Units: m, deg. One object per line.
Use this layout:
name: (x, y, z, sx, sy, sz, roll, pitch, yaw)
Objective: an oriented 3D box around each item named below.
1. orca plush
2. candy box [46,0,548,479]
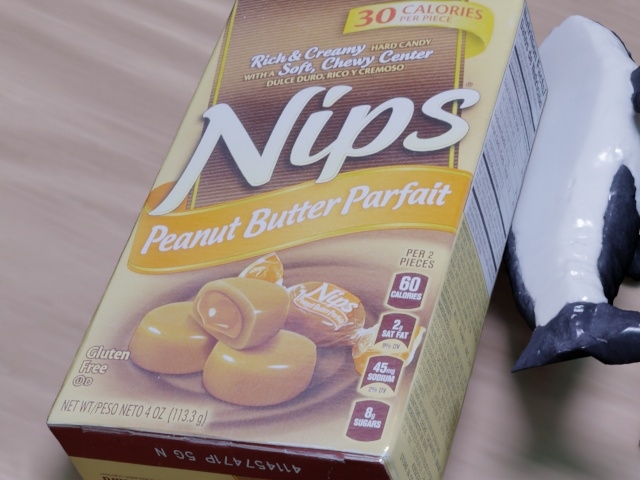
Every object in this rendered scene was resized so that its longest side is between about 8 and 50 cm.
orca plush: (0.171, -0.015, 0.924, 0.102, 0.151, 0.287, 38, 21, -24)
candy box: (0.000, 0.000, 0.876, 0.183, 0.087, 0.316, 3, 52, 22)
